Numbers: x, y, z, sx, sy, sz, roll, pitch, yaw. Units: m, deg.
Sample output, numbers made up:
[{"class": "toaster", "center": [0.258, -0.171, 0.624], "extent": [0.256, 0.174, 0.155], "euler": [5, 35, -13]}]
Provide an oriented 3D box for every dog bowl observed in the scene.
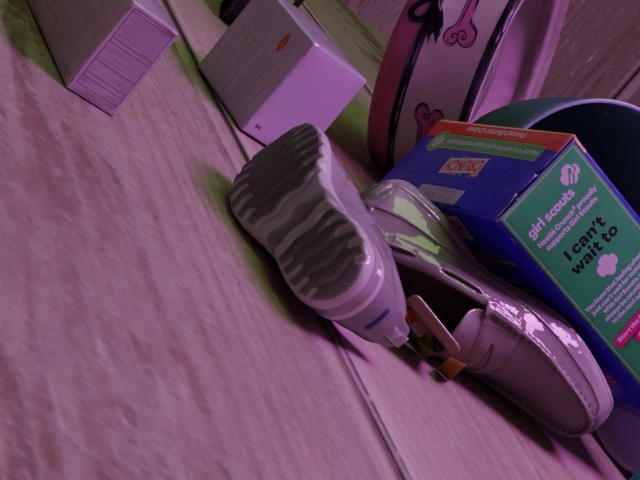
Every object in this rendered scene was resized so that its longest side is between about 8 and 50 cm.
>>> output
[{"class": "dog bowl", "center": [0.202, -0.237, 2.093], "extent": [0.150, 0.408, 0.408], "euler": [24, 8, 16]}]

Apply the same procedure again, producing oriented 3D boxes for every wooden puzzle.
[{"class": "wooden puzzle", "center": [0.089, 0.080, 1.353], "extent": [0.116, 0.014, 0.078], "euler": [49, -21, -2]}]

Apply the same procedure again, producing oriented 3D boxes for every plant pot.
[{"class": "plant pot", "center": [0.268, -0.041, 1.817], "extent": [0.293, 0.293, 0.235], "euler": [35, 0, -23]}]

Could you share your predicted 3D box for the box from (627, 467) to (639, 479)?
[{"class": "box", "center": [0.344, 0.303, 1.299], "extent": [0.100, 0.060, 0.244], "euler": [32, 14, -31]}]

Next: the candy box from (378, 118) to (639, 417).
[{"class": "candy box", "center": [0.240, 0.028, 1.541], "extent": [0.317, 0.122, 0.268], "euler": [46, -10, -23]}]

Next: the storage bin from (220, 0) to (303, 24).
[{"class": "storage bin", "center": [-0.084, -0.375, 2.301], "extent": [0.084, 0.122, 0.180], "euler": [38, 12, -12]}]

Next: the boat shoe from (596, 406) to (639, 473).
[{"class": "boat shoe", "center": [0.438, 0.244, 1.565], "extent": [0.156, 0.136, 0.367], "euler": [40, -5, -37]}]

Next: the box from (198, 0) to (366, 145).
[{"class": "box", "center": [-0.047, -0.193, 1.738], "extent": [0.091, 0.130, 0.170], "euler": [32, 15, -37]}]

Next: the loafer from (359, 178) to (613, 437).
[{"class": "loafer", "center": [0.139, 0.080, 1.426], "extent": [0.319, 0.112, 0.111], "euler": [41, 48, 0]}]

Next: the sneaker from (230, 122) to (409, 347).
[{"class": "sneaker", "center": [0.000, 0.000, 1.328], "extent": [0.115, 0.105, 0.281], "euler": [50, 11, -35]}]

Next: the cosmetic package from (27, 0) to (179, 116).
[{"class": "cosmetic package", "center": [-0.209, -0.214, 1.406], "extent": [0.060, 0.099, 0.239], "euler": [35, 13, -34]}]
